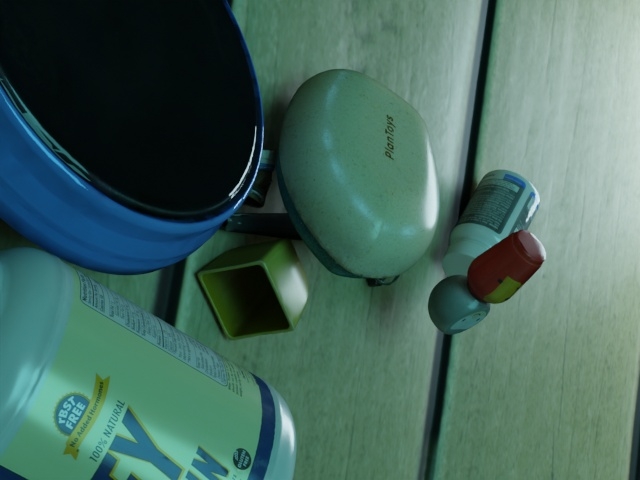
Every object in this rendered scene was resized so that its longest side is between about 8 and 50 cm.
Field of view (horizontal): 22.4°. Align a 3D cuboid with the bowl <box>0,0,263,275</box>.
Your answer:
[{"bbox_3d":[-0.194,-0.165,1.381,0.391,0.077,0.391,35,41,-37],"label":"bowl"}]

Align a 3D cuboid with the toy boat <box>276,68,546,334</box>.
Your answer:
[{"bbox_3d":[0.077,-0.019,1.682,0.318,0.148,0.267,35,35,-19],"label":"toy boat"}]

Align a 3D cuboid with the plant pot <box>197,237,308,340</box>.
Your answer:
[{"bbox_3d":[-0.057,0.040,1.616,0.083,0.081,0.081,-50,123,-50],"label":"plant pot"}]

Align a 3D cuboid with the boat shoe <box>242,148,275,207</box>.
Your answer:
[{"bbox_3d":[-0.108,-0.059,1.574,0.183,0.066,0.066,-1,88,-48],"label":"boat shoe"}]

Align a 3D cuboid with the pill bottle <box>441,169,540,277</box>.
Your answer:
[{"bbox_3d":[0.199,-0.011,1.905,0.078,0.078,0.137,55,50,-30],"label":"pill bottle"}]

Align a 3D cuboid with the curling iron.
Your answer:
[{"bbox_3d":[0.000,0.000,1.712,0.274,0.035,0.068,14,76,-47],"label":"curling iron"}]

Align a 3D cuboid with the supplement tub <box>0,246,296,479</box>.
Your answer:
[{"bbox_3d":[-0.207,0.151,1.287,0.325,0.235,0.235,33,62,-24],"label":"supplement tub"}]
